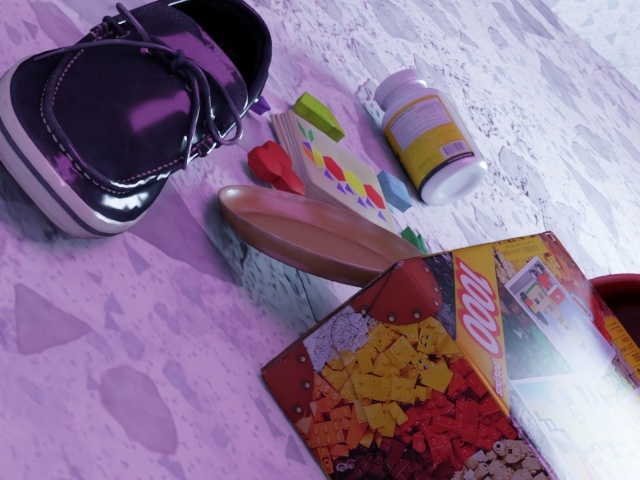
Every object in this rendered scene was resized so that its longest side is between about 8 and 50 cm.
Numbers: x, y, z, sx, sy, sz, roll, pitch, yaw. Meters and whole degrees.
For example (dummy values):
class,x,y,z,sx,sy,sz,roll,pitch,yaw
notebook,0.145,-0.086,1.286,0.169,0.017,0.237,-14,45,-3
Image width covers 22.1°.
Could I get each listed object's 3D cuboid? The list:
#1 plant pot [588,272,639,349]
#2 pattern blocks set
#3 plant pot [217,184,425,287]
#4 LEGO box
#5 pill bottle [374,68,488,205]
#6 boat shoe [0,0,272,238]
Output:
class,x,y,z,sx,sy,sz,roll,pitch,yaw
plant pot,0.395,0.170,2.074,0.275,0.275,0.243,54,12,8
pattern blocks set,0.016,-0.078,2.006,0.325,0.026,0.285,37,26,-31
plant pot,0.000,0.000,1.720,0.236,0.032,0.236,18,13,-4
LEGO box,0.207,0.202,1.708,0.372,0.193,0.500,55,22,11
pill bottle,0.148,-0.146,2.276,0.103,0.103,0.184,16,40,-56
boat shoe,-0.168,-0.143,1.579,0.187,0.156,0.500,51,23,-5
